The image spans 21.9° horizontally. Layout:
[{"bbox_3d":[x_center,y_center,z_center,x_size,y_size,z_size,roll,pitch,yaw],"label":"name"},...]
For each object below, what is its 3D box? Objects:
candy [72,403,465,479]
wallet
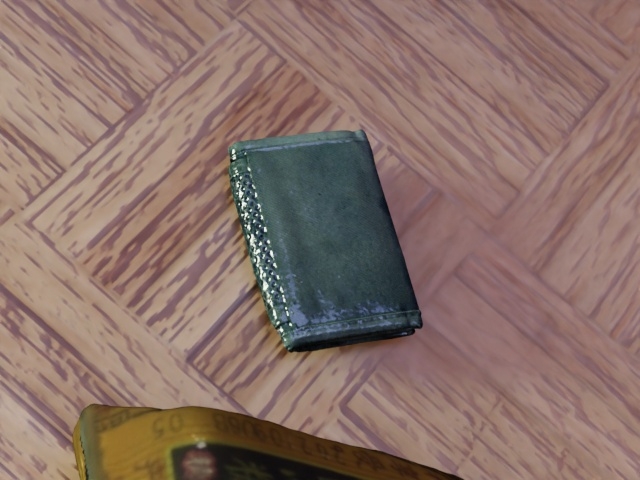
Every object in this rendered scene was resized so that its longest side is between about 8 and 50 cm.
[{"bbox_3d":[0.013,0.156,0.810,0.271,0.101,0.143,13,34,-23],"label":"candy"},{"bbox_3d":[0.000,0.000,0.934,0.088,0.026,0.129,-7,67,-21],"label":"wallet"}]
